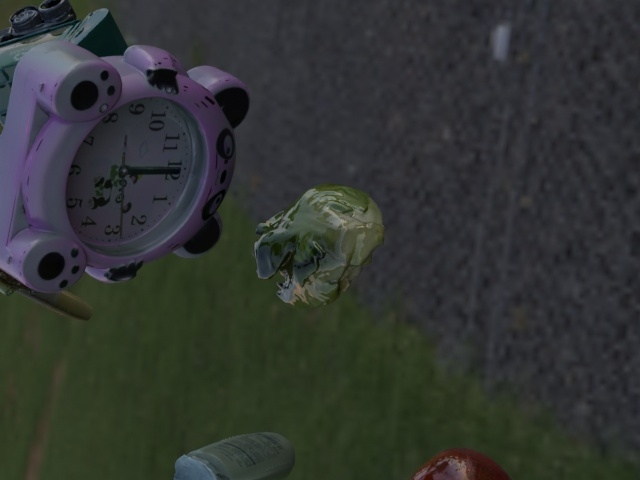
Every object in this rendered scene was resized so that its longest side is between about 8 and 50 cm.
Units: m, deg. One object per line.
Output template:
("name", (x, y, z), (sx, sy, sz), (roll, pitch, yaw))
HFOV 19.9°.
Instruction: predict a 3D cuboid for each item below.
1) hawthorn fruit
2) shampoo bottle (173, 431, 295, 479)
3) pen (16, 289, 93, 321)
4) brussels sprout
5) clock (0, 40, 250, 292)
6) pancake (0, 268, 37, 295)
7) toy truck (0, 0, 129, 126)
("hawthorn fruit", (0.123, 0.241, 1.612), (0.128, 0.128, 0.128), (-174, 90, -76))
("shampoo bottle", (-0.092, 0.249, 2.024), (0.049, 0.072, 0.212), (-59, -20, 14))
("pen", (-0.382, 0.057, 2.354), (0.040, 0.233, 0.032), (-16, 58, 35))
("brussels sprout", (-0.002, -0.002, 1.890), (0.139, 0.100, 0.181), (-59, 12, -18))
("clock", (-0.184, -0.071, 1.694), (0.090, 0.248, 0.227), (30, 114, 42))
("pancake", (-0.384, 0.018, 2.259), (0.022, 0.116, 0.129), (-51, 0, 34))
("toy truck", (-0.356, -0.209, 2.215), (0.124, 0.253, 0.114), (-86, -24, -54))
